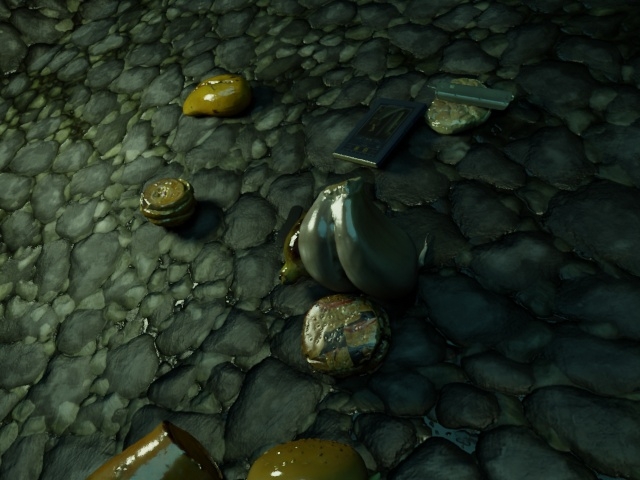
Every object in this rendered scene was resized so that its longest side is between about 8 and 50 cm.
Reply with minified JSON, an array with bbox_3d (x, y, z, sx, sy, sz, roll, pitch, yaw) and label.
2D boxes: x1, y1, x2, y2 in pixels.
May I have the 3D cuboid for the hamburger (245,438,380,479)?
[{"bbox_3d":[-0.021,0.487,0.913,0.275,0.274,0.212,-10,77,14],"label":"hamburger"}]

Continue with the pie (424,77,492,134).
[{"bbox_3d":[0.429,-0.407,1.483,0.185,0.052,0.218,29,69,34],"label":"pie"}]

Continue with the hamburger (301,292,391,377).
[{"bbox_3d":[0.058,0.222,1.177,0.231,0.107,0.230,-11,60,20],"label":"hamburger"}]

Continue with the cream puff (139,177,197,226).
[{"bbox_3d":[-0.492,-0.113,1.575,0.189,0.129,0.189,-6,47,6],"label":"cream puff"}]

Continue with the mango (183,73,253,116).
[{"bbox_3d":[-0.390,-0.542,1.823,0.295,0.120,0.177,1,57,21],"label":"mango"}]

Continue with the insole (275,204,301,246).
[{"bbox_3d":[-0.095,-0.044,1.465,0.053,0.002,0.152,7,61,24],"label":"insole"}]

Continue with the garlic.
[{"bbox_3d":[0.102,0.034,1.197,0.232,0.340,0.245,-26,46,38],"label":"garlic"}]

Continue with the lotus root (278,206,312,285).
[{"bbox_3d":[0.000,0.000,1.315,0.169,0.141,0.314,33,75,29],"label":"lotus root"}]

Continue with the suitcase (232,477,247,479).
[{"bbox_3d":[-0.177,0.554,1.028,0.059,0.126,0.086,36,74,21],"label":"suitcase"}]

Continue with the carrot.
[{"bbox_3d":[-0.403,0.564,1.044,0.341,0.224,0.224,-43,54,-14],"label":"carrot"}]

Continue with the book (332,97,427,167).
[{"bbox_3d":[0.184,-0.344,1.523,0.191,0.025,0.269,24,68,44],"label":"book"}]

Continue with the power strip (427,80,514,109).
[{"bbox_3d":[0.443,-0.435,1.451,0.253,0.027,0.060,15,63,17],"label":"power strip"}]
